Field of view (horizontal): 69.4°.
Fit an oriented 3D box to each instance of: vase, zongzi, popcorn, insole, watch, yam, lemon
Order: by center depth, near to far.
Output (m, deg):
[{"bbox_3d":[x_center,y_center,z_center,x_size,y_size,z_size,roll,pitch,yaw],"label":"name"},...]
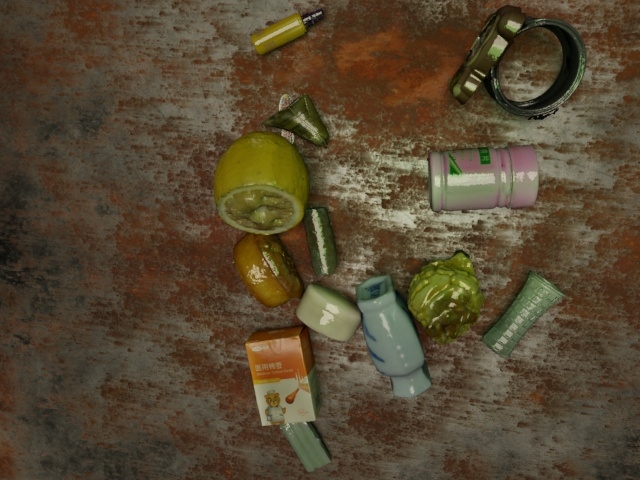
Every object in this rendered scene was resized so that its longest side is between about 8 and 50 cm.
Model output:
[{"bbox_3d":[0.633,-0.541,1.477,0.327,0.314,0.335,29,116,-5],"label":"watch"},{"bbox_3d":[0.435,0.211,1.590,0.293,0.237,0.293,-2,109,-6],"label":"popcorn"},{"bbox_3d":[0.694,0.263,1.603,0.143,0.143,0.299,34,104,5],"label":"vase"},{"bbox_3d":[-0.203,-0.219,1.626,0.364,0.364,0.364,1,97,10],"label":"lemon"},{"bbox_3d":[-0.088,-0.398,1.688,0.204,0.094,0.205,-28,92,8],"label":"zongzi"},{"bbox_3d":[0.000,0.000,1.717,0.106,0.106,0.259,-11,95,12],"label":"yam"},{"bbox_3d":[-0.125,-0.452,1.738,0.065,0.006,0.193,2,96,11],"label":"insole"}]

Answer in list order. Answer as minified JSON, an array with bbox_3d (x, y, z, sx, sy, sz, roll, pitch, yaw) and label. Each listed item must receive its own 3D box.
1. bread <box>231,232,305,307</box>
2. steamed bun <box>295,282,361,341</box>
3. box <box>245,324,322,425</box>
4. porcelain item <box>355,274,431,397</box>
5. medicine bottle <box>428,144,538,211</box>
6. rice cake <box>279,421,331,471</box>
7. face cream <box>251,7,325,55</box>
[{"bbox_3d":[-0.208,0.104,1.729,0.194,0.179,0.340,-28,90,13],"label":"bread"},{"bbox_3d":[0.034,0.268,1.710,0.241,0.164,0.146,28,99,6],"label":"steamed bun"},{"bbox_3d":[-0.138,0.514,1.783,0.225,0.143,0.341,-10,93,11],"label":"box"},{"bbox_3d":[0.249,0.335,1.610,0.178,0.242,0.405,-21,109,10],"label":"porcelain item"},{"bbox_3d":[0.528,-0.205,1.538,0.325,0.212,0.212,-2,96,12],"label":"medicine bottle"},{"bbox_3d":[-0.057,0.800,1.834,0.127,0.043,0.237,-30,97,14],"label":"rice cake"},{"bbox_3d":[-0.113,-0.761,1.664,0.273,0.078,0.078,-21,92,13],"label":"face cream"}]
